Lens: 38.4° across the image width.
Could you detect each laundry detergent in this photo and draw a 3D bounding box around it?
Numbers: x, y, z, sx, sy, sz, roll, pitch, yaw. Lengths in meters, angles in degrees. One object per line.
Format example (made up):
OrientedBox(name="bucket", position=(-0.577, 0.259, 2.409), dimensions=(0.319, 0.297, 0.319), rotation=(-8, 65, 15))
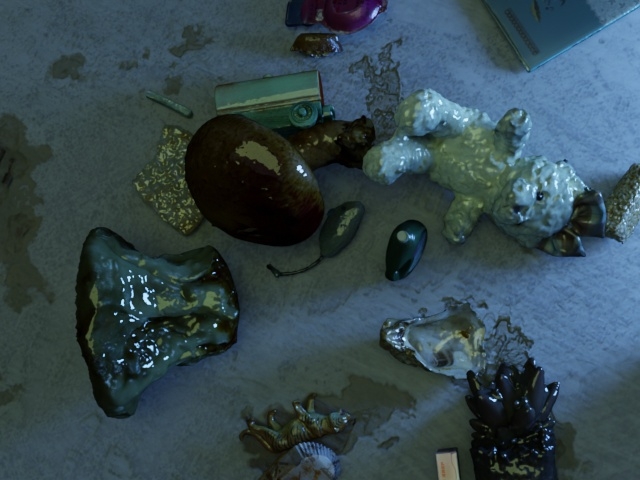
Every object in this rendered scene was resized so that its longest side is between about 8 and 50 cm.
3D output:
OrientedBox(name="laundry detergent", position=(0.171, 0.018, 1.896), dimensions=(0.063, 0.211, 0.137), rotation=(30, 88, 11))

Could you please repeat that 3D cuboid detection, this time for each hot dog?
OrientedBox(name="hot dog", position=(-0.070, 0.522, 1.918), dimensions=(0.252, 0.069, 0.131), rotation=(-44, 102, 2))

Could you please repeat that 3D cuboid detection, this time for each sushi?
OrientedBox(name="sushi", position=(-0.009, -0.438, 2.073), dimensions=(0.117, 0.061, 0.060), rotation=(6, 115, 11))

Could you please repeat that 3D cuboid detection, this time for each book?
OrientedBox(name="book", position=(0.552, -0.569, 2.024), dimensions=(0.379, 0.031, 0.264), rotation=(-31, 77, 2))

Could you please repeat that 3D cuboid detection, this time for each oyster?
OrientedBox(name="oyster", position=(0.231, 0.210, 1.926), dimensions=(0.232, 0.107, 0.162), rotation=(4, 76, -10))

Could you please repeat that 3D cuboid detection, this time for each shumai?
OrientedBox(name="shumai", position=(-0.329, 0.157, 1.916), dimensions=(0.323, 0.324, 0.398), rotation=(-7, 85, -7))

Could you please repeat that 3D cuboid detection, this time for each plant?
OrientedBox(name="plant", position=(0.391, 0.398, 1.825), dimensions=(0.194, 0.181, 0.321), rotation=(-5, 85, 7))

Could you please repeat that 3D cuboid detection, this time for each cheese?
OrientedBox(name="cheese", position=(0.037, -0.524, 2.074), dimensions=(0.244, 0.062, 0.155), rotation=(-3, 66, 19))

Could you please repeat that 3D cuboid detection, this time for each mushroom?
OrientedBox(name="mushroom", position=(-0.098, -0.161, 1.891), dimensions=(0.334, 0.331, 0.356), rotation=(31, 94, 24))

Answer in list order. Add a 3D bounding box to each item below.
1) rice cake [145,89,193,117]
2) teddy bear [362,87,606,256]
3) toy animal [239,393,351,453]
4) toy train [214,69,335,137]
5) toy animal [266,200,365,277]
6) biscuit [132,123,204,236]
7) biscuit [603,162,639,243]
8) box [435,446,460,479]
OrientedBox(name="rice cake", position=(-0.348, -0.314, 2.119), dimensions=(0.121, 0.022, 0.022), rotation=(26, 84, 11))
OrientedBox(name="teddy bear", position=(0.344, -0.106, 1.842), dimensions=(0.362, 0.375, 0.327), rotation=(53, 125, 29))
OrientedBox(name="toy animal", position=(-0.056, 0.393, 1.949), dimensions=(0.241, 0.057, 0.099), rotation=(-23, 79, 4))
OrientedBox(name="toy train", position=(-0.112, -0.293, 2.045), dimensions=(0.285, 0.116, 0.177), rotation=(-8, 68, 8))
OrientedBox(name="toy animal", position=(0.003, 0.009, 2.003), dimensions=(0.253, 0.070, 0.079), rotation=(-42, 48, 10))
OrientedBox(name="biscuit", position=(-0.331, -0.136, 2.081), dimensions=(0.188, 0.040, 0.266), rotation=(-8, 79, 7))
OrientedBox(name="biscuit", position=(0.637, -0.078, 1.913), dimensions=(0.070, 0.082, 0.169), rotation=(30, 86, 37))
OrientedBox(name="box", position=(0.260, 0.467, 1.857), dimensions=(0.043, 0.125, 0.089), rotation=(-7, 79, 9))
